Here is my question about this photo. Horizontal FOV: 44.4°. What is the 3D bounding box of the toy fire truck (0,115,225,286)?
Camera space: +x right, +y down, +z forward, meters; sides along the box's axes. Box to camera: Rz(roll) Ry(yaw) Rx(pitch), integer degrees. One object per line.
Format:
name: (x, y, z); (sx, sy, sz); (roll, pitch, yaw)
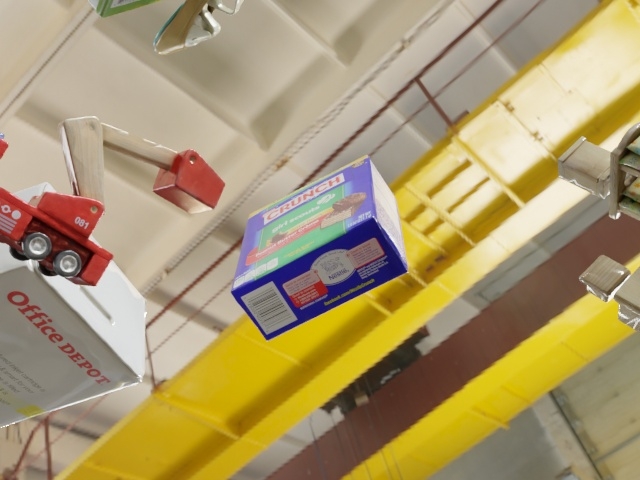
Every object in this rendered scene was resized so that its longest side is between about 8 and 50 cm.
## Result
toy fire truck: (-0.178, -0.041, 0.577); (0.192, 0.047, 0.135); (36, -111, -29)

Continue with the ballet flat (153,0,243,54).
ballet flat: (-0.161, -0.332, 1.116); (0.073, 0.080, 0.232); (41, -52, -5)

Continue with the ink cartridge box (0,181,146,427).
ink cartridge box: (-0.468, 0.118, 1.065); (0.384, 0.160, 0.279); (-18, -44, 10)

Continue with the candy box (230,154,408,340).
candy box: (0.000, 0.000, 1.366); (0.268, 0.317, 0.122); (-27, -70, 12)

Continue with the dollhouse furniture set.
dollhouse furniture set: (0.270, -0.032, 0.725); (0.161, 0.182, 0.101); (-42, -40, -17)

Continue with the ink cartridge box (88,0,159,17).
ink cartridge box: (-0.301, -0.468, 1.128); (0.188, 0.255, 0.097); (-33, -5, -39)
